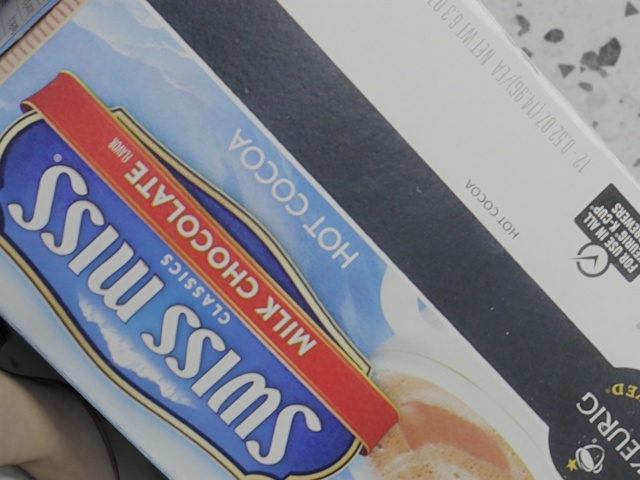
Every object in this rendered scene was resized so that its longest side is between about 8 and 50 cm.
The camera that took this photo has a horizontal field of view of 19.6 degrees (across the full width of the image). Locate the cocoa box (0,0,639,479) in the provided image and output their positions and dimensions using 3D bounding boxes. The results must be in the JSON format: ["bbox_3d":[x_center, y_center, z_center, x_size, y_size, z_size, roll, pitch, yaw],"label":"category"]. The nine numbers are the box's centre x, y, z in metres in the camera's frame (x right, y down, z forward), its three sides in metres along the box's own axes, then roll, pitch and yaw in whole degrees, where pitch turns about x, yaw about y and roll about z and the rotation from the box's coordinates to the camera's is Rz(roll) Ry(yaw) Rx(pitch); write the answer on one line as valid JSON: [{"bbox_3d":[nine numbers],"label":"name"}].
[{"bbox_3d":[0.000,0.000,0.838,0.347,0.228,0.231,47,1,-15],"label":"cocoa box"}]

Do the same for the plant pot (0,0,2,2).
[{"bbox_3d":[-0.115,-0.193,1.015,0.212,0.212,0.187,51,8,3],"label":"plant pot"}]

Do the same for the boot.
[{"bbox_3d":[-0.132,0.075,0.727,0.118,0.042,0.087,52,23,-6],"label":"boot"}]
